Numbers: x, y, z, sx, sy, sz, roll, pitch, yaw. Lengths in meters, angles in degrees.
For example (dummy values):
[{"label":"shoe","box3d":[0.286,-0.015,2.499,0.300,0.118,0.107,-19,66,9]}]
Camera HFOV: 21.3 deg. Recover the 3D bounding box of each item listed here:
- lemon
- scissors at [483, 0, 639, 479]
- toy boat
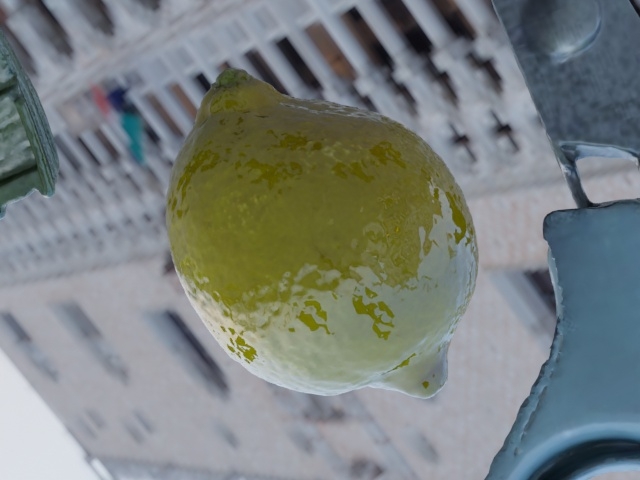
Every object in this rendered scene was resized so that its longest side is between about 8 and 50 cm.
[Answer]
[{"label":"lemon","box3d":[0.000,0.000,1.086,0.187,0.244,0.187,-39,-179,1]},{"label":"scissors","box3d":[0.075,-0.029,0.427,0.191,0.360,0.029,-25,171,3]},{"label":"toy boat","box3d":[-0.261,-0.150,1.095,0.093,0.293,0.055,-20,-157,32]}]
